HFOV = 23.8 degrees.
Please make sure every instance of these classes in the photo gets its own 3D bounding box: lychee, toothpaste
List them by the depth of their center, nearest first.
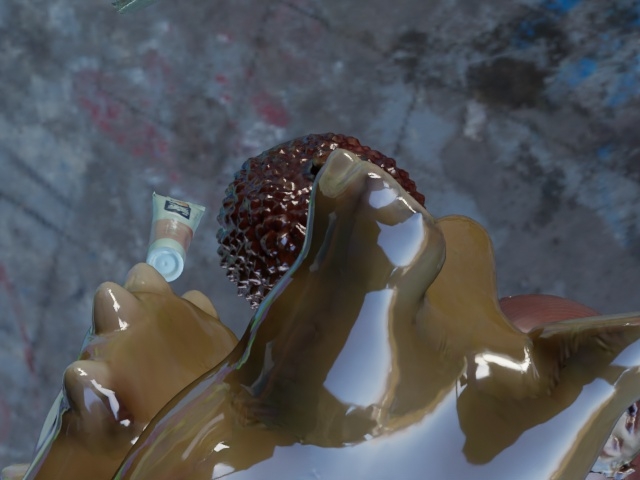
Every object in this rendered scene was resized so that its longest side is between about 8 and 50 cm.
[{"bbox_3d":[0.003,-0.001,0.852,0.123,0.129,0.123,-9,57,14],"label":"lychee"},{"bbox_3d":[-0.140,-0.010,1.438,0.056,0.205,0.036,20,106,-7],"label":"toothpaste"}]

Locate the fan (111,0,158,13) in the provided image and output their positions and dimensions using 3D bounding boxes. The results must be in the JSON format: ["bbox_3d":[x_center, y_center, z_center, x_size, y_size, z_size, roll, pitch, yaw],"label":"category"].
[{"bbox_3d":[-0.062,-0.160,0.852,0.193,0.038,0.016,-16,103,55],"label":"fan"}]

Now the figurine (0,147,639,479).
[{"bbox_3d":[-0.016,0.075,0.577,0.177,0.173,0.247,26,102,-19],"label":"figurine"}]

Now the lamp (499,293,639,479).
[{"bbox_3d":[0.116,0.123,1.010,0.258,0.180,0.180,-28,85,64],"label":"lamp"}]
